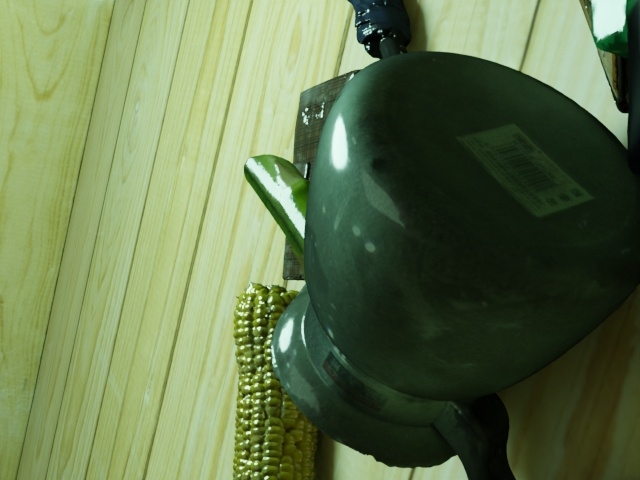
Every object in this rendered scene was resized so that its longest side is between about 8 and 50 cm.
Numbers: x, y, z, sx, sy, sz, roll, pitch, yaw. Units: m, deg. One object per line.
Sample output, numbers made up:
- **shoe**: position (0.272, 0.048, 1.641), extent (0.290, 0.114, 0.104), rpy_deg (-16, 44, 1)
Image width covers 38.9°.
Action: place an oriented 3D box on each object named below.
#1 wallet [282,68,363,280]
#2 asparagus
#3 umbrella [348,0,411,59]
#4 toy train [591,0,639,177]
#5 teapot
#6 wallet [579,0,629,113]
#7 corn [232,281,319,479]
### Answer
- **wallet**: position (0.008, -0.068, 1.009), extent (0.124, 0.042, 0.230), rpy_deg (-6, 78, 57)
- **asparagus**: position (0.001, 0.001, 0.919), extent (0.067, 0.060, 0.277), rpy_deg (-54, 47, 24)
- **umbrella**: position (0.066, -0.231, 0.941), extent (0.071, 0.071, 0.248), rpy_deg (-55, 39, 41)
- **toy train**: position (0.213, -0.160, 0.385), extent (0.178, 0.249, 0.429), rpy_deg (-18, 65, 61)
- **teapot**: position (0.109, 0.055, 0.650), extent (0.223, 0.305, 0.285), rpy_deg (-54, -8, -47)
- **wallet**: position (0.183, -0.201, 0.584), extent (0.195, 0.042, 0.161), rpy_deg (64, -160, -60)
- **corn**: position (-0.048, 0.187, 0.964), extent (0.101, 0.101, 0.291), rpy_deg (-35, 50, 56)
